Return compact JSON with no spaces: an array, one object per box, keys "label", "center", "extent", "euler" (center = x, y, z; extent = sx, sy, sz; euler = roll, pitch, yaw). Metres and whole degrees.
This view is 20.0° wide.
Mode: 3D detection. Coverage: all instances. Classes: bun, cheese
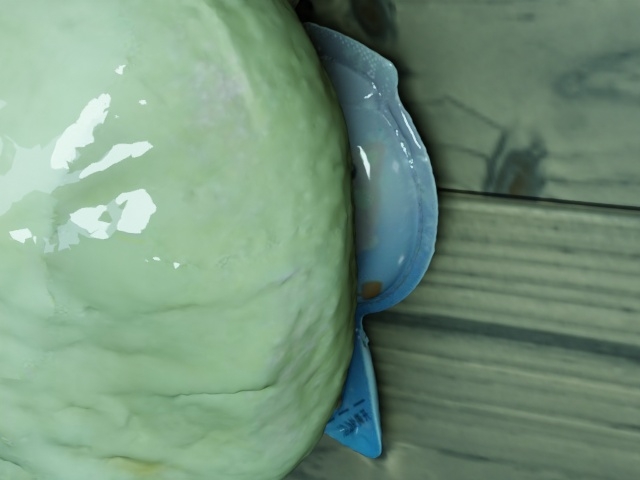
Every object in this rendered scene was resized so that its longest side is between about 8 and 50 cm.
[{"label":"bun","center":[-0.142,-0.006,0.872],"extent":[0.361,0.213,0.361],"euler":[19,129,26]},{"label":"cheese","center":[0.000,0.000,0.954],"extent":[0.135,0.052,0.244],"euler":[30,131,27]}]

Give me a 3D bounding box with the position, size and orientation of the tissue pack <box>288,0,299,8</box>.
[{"label":"tissue pack","center":[-0.160,-0.191,0.984],"extent":[0.325,0.071,0.170],"euler":[48,134,12]}]
